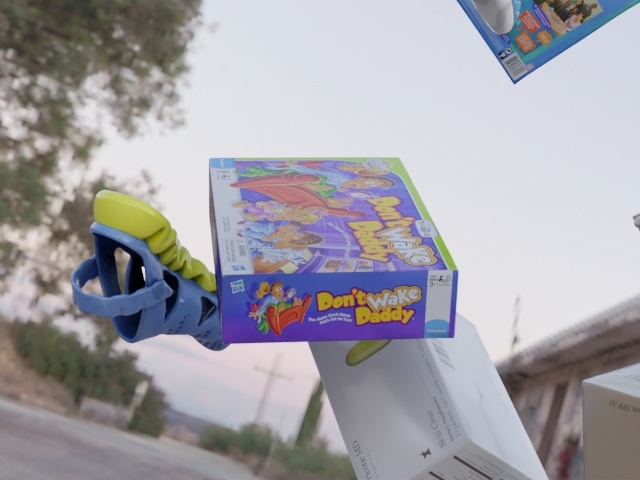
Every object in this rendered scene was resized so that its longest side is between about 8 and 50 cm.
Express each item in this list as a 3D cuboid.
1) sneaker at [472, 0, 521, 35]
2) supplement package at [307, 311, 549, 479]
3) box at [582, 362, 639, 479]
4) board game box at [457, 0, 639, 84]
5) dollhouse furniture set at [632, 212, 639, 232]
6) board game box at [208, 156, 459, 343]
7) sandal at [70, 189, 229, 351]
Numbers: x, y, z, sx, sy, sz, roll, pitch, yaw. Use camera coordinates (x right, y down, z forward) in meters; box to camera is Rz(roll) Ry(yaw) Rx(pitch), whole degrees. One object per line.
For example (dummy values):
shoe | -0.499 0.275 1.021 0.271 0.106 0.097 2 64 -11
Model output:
sneaker | 0.174 -0.326 1.607 0.071 0.083 0.190 6 -54 59
supplement package | 0.123 0.198 1.582 0.204 0.145 0.262 36 24 -45
box | 0.352 0.288 1.331 0.121 0.311 0.148 -11 12 -35
board game box | 0.308 -0.337 1.825 0.160 0.210 0.047 55 20 -9
dollhouse furniture set | 0.422 -0.030 1.690 0.101 0.182 0.161 -23 11 -10
board game box | 0.000 0.000 1.462 0.233 0.078 0.347 -1 22 -7
sandal | -0.204 0.065 1.616 0.126 0.138 0.317 19 -18 34
